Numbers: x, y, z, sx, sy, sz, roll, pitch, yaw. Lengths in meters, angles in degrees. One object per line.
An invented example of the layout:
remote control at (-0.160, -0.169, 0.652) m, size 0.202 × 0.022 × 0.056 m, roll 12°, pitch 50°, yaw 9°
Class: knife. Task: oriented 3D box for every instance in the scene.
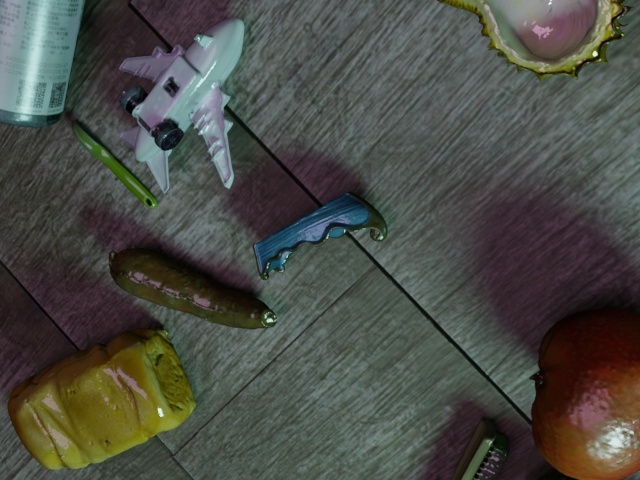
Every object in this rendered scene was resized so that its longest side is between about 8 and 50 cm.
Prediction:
knife at (-0.309, -0.114, 1.209) m, size 0.184 × 0.026 × 0.022 m, roll 44°, pitch 119°, yaw 3°

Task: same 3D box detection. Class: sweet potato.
sweet potato at (-0.185, 0.077, 1.183) m, size 0.273 × 0.075 × 0.075 m, roll 21°, pitch 111°, yaw 14°

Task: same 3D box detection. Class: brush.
brush at (0.183, 0.369, 1.116) m, size 0.048 × 0.054 × 0.282 m, roll 24°, pitch 112°, yaw 2°

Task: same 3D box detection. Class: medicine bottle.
medicine bottle at (-0.403, -0.315, 1.129) m, size 0.141 × 0.141 × 0.293 m, roll 25°, pitch 113°, yaw 15°

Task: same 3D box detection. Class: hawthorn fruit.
hawthorn fruit at (0.353, 0.174, 0.922) m, size 0.225 × 0.196 × 0.196 m, roll 3°, pitch 105°, yaw 10°

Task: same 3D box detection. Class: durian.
durian at (0.239, -0.261, 0.917) m, size 0.224 × 0.078 × 0.140 m, roll 21°, pitch 124°, yaw 27°

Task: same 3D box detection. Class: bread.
bread at (-0.344, 0.246, 1.262) m, size 0.294 × 0.132 × 0.167 m, roll -24°, pitch 100°, yaw 25°

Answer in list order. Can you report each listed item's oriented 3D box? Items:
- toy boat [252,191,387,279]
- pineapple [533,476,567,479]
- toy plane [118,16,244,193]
toy boat at (0.000, 0.000, 1.080) m, size 0.185 × 0.075 × 0.077 m, roll -28°, pitch 89°, yaw 22°
pineapple at (0.385, 0.404, 0.988) m, size 0.310 × 0.141 × 0.170 m, roll 23°, pitch 148°, yaw 12°
toy plane at (-0.184, -0.193, 1.092) m, size 0.251 × 0.101 × 0.255 m, roll 47°, pitch 116°, yaw 18°
